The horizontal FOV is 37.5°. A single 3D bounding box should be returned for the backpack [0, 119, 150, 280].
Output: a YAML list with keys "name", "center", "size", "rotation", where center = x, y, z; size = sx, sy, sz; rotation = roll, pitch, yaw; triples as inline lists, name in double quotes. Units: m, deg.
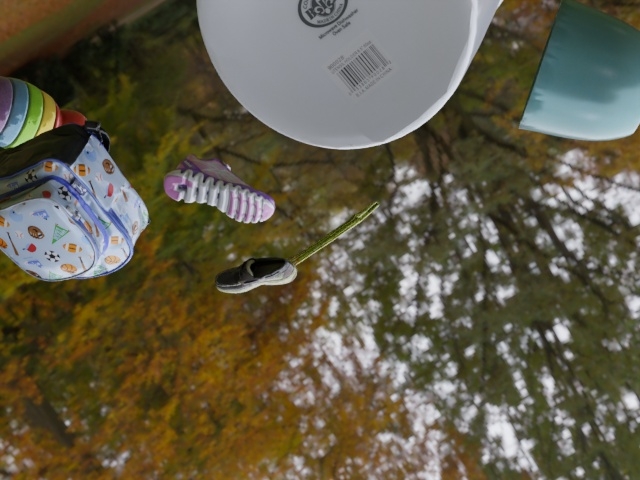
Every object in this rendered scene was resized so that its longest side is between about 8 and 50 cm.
- name: "backpack"
  center: [-0.443, -0.050, 1.667]
  size: [0.277, 0.263, 0.213]
  rotation: [-12, -133, 34]

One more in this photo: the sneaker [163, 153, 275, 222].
- name: "sneaker"
  center: [-0.203, -0.118, 1.978]
  size: [0.095, 0.236, 0.104]
  rotation: [112, -4, -47]

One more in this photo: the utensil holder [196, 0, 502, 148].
- name: "utensil holder"
  center: [0.060, -0.325, 1.128]
  size: [0.328, 0.327, 0.385]
  rotation: [-24, -161, 29]

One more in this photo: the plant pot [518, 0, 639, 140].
- name: "plant pot"
  center: [0.581, -0.346, 2.011]
  size: [0.235, 0.293, 0.293]
  rotation: [18, -148, 8]

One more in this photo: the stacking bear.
- name: "stacking bear"
  center: [-0.639, -0.259, 2.069]
  size: [0.175, 0.289, 0.164]
  rotation: [-5, -106, 45]

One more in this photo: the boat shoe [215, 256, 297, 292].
- name: "boat shoe"
  center: [-0.119, 0.054, 1.656]
  size: [0.152, 0.049, 0.056]
  rotation: [-12, -129, 14]

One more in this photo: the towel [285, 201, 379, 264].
- name: "towel"
  center: [0.000, 0.000, 1.739]
  size: [0.237, 0.021, 0.102]
  rotation: [-33, -175, 31]
